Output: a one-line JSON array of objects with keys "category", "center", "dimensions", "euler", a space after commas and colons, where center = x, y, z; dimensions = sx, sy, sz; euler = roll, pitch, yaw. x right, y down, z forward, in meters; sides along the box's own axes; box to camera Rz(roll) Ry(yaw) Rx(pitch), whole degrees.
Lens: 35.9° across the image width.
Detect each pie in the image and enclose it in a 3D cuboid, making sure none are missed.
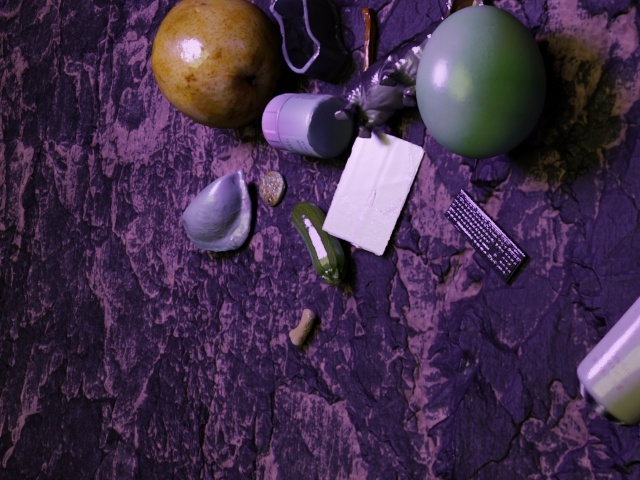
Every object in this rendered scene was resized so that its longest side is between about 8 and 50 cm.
[{"category": "pie", "center": [-0.110, -0.118, 2.223], "dimensions": [0.085, 0.017, 0.085], "euler": [-12, 73, 46]}]

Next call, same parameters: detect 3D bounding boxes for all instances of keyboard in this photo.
[{"category": "keyboard", "center": [0.292, -0.011, 1.766], "dimensions": [0.067, 0.011, 0.202], "euler": [-57, 45, 23]}]

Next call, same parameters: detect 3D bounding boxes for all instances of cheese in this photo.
[{"category": "cheese", "center": [-0.037, 0.180, 2.064], "dimensions": [0.044, 0.030, 0.083], "euler": [42, 118, 37]}]

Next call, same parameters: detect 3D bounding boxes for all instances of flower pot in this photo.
[{"category": "flower pot", "center": [-0.018, -0.447, 2.136], "dimensions": [0.103, 0.108, 0.229], "euler": [-38, 56, 35]}]

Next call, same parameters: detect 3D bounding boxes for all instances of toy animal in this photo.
[{"category": "toy animal", "center": [0.176, -0.330, 1.879], "dimensions": [0.343, 0.106, 0.168], "euler": [-39, 19, 31]}]

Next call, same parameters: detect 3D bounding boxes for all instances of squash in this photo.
[{"category": "squash", "center": [0.000, 0.000, 2.038], "dimensions": [0.077, 0.068, 0.219], "euler": [-32, 55, 12]}]

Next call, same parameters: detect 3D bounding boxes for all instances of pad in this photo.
[{"category": "pad", "center": [0.101, -0.099, 1.958], "dimensions": [0.157, 0.004, 0.232], "euler": [25, 97, 30]}]

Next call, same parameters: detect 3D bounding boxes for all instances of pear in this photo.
[{"category": "pear", "center": [-0.225, -0.401, 2.212], "dimensions": [0.304, 0.304, 0.303], "euler": [-14, 71, 45]}]

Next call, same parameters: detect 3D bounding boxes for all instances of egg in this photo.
[{"category": "egg", "center": [0.275, -0.272, 1.690], "dimensions": [0.220, 0.220, 0.269], "euler": [-10, 65, 46]}]

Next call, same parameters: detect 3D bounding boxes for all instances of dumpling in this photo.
[{"category": "dumpling", "center": [-0.224, -0.063, 2.290], "dimensions": [0.216, 0.149, 0.105], "euler": [-47, 11, 21]}]

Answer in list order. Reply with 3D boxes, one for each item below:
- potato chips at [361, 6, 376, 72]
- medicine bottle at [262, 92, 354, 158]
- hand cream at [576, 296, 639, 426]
[{"category": "potato chips", "center": [0.098, -0.396, 2.058], "dimensions": [0.037, 0.026, 0.203], "euler": [-13, 73, 49]}, {"category": "medicine bottle", "center": [-0.028, -0.243, 2.077], "dimensions": [0.169, 0.135, 0.135], "euler": [13, 91, 47]}, {"category": "hand cream", "center": [0.524, 0.112, 1.420], "dimensions": [0.358, 0.118, 0.185], "euler": [-52, 45, 18]}]
